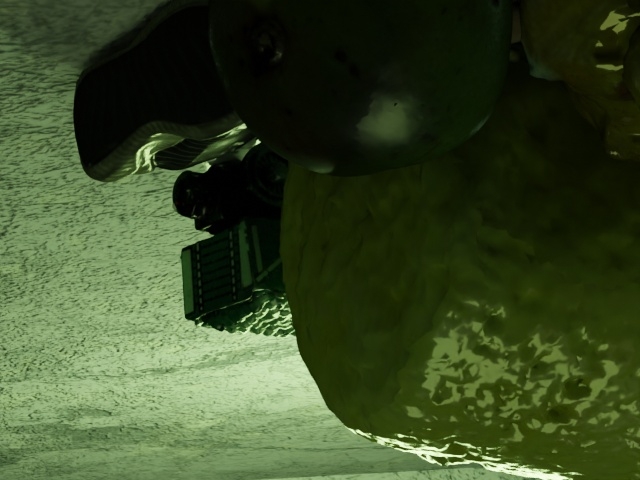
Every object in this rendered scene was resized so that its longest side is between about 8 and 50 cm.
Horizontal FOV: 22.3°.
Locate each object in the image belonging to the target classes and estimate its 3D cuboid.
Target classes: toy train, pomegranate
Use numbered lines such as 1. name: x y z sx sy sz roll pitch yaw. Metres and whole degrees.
1. toy train: 0.000 0.000 1.371 0.269 0.154 0.115 7 155 -39
2. pomegranate: 0.045 -0.131 0.966 0.225 0.187 0.187 -11 169 -43

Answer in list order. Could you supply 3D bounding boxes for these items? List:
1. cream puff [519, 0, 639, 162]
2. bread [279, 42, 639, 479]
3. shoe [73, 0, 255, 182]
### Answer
1. cream puff: 0.300 -0.124 0.921 0.378 0.275 0.378 -10 164 -3
2. bread: 0.148 0.011 1.182 0.308 0.348 0.348 8 157 -29
3. shoe: -0.077 -0.103 1.129 0.112 0.099 0.227 0 166 -45
